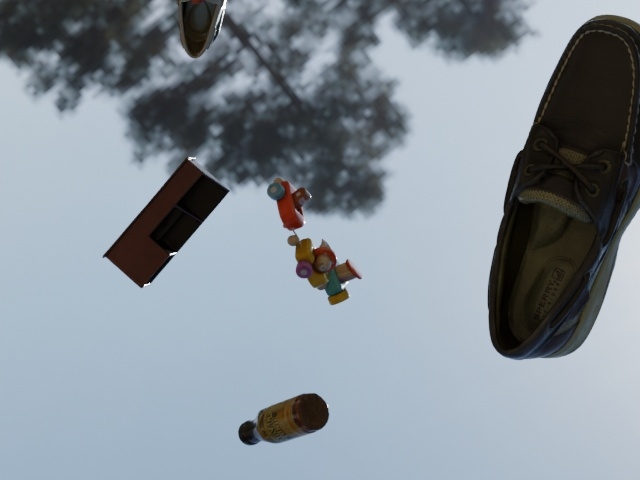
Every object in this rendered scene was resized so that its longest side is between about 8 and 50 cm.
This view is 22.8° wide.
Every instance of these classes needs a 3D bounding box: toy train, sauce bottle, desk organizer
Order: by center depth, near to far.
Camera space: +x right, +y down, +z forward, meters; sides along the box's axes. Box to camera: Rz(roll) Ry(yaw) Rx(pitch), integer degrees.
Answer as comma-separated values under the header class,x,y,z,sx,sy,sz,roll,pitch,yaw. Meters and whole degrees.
class,x,y,z,sx,sy,sz,roll,pitch,yaw
desk organizer,-0.151,-0.018,1.566,0.130,0.050,0.047,-49,178,5
sauce bottle,-0.041,0.187,1.614,0.128,0.042,0.042,-30,-162,52
toy train,0.000,0.000,1.781,0.046,0.166,0.125,-22,-125,15

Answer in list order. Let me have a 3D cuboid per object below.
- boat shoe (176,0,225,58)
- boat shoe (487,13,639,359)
class,x,y,z,sx,sy,sz,roll,pitch,yaw
boat shoe,-0.108,-0.224,1.421,0.137,0.049,0.043,102,-1,-52
boat shoe,0.155,-0.027,0.977,0.080,0.224,0.073,20,-164,22
